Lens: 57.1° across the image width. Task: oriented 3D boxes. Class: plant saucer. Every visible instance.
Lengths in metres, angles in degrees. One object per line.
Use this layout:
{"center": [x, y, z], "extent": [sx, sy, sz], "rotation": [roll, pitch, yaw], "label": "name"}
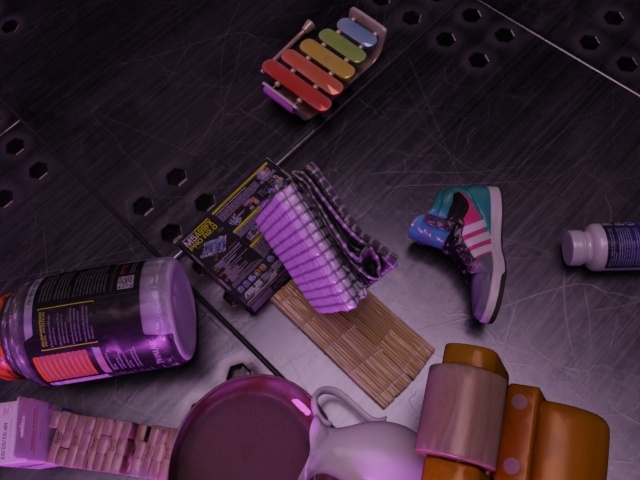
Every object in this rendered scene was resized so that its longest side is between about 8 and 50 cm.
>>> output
{"center": [-0.110, 0.382, 0.985], "extent": [0.311, 0.050, 0.310], "rotation": [10, 71, -29], "label": "plant saucer"}

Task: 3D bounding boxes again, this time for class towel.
{"center": [0.000, 0.000, 1.035], "extent": [0.121, 0.284, 0.235], "rotation": [-33, 89, -15], "label": "towel"}

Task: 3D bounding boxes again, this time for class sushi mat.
{"center": [0.059, 0.165, 1.152], "extent": [0.317, 0.019, 0.151], "rotation": [41, 74, 19], "label": "sushi mat"}

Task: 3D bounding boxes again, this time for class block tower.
{"center": [-0.315, 0.377, 1.052], "extent": [0.336, 0.091, 0.097], "rotation": [6, 66, 8], "label": "block tower"}

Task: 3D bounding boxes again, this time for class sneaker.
{"center": [0.259, 0.013, 1.142], "extent": [0.179, 0.123, 0.295], "rotation": [6, 59, 2], "label": "sneaker"}

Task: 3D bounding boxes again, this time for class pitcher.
{"center": [0.076, 0.344, 1.008], "extent": [0.207, 0.125, 0.177], "rotation": [12, 51, -6], "label": "pitcher"}

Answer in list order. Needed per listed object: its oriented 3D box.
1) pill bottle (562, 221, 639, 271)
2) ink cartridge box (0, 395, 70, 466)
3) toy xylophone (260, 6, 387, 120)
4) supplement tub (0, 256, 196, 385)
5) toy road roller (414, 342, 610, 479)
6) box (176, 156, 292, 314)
{"center": [0.563, 0.012, 1.134], "extent": [0.170, 0.094, 0.094], "rotation": [-2, 66, 4], "label": "pill bottle"}
{"center": [-0.513, 0.341, 1.035], "extent": [0.062, 0.181, 0.104], "rotation": [-9, 66, 1], "label": "ink cartridge box"}
{"center": [-0.010, -0.421, 1.382], "extent": [0.236, 0.081, 0.322], "rotation": [33, 72, 18], "label": "toy xylophone"}
{"center": [-0.418, 0.154, 1.096], "extent": [0.339, 0.207, 0.206], "rotation": [-9, 66, 1], "label": "supplement tub"}
{"center": [0.305, 0.305, 0.905], "extent": [0.241, 0.329, 0.202], "rotation": [2, 64, 30], "label": "toy road roller"}
{"center": [-0.126, -0.015, 1.226], "extent": [0.216, 0.060, 0.270], "rotation": [38, 74, 19], "label": "box"}
